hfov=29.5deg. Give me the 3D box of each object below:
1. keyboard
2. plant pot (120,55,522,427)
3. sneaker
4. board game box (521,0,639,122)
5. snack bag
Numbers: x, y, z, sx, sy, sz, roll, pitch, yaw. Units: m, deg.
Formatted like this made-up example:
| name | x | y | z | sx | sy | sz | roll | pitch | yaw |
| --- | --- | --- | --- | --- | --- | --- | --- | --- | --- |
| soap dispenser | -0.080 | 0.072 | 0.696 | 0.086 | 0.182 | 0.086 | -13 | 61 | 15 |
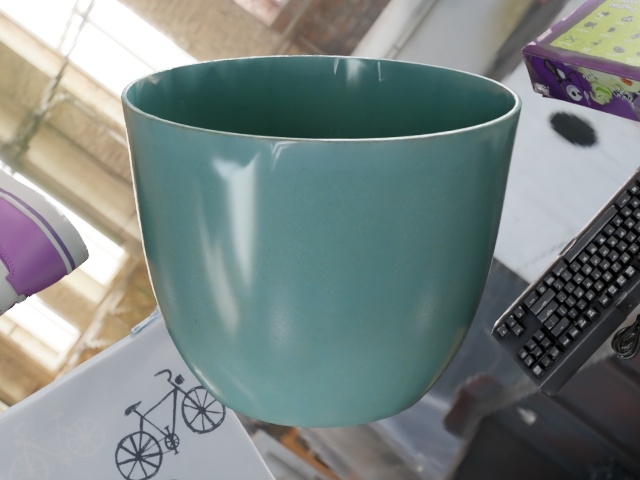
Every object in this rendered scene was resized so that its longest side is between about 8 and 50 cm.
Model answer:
| name | x | y | z | sx | sy | sz | roll | pitch | yaw |
| --- | --- | --- | --- | --- | --- | --- | --- | --- | --- |
| keyboard | 0.214 | 0.034 | 0.905 | 0.180 | 0.023 | 0.108 | -50 | 50 | 12 |
| plant pot | 0.000 | 0.000 | 0.931 | 0.293 | 0.293 | 0.235 | -65 | -23 | -69 |
| sneaker | -0.345 | 0.006 | 1.135 | 0.161 | 0.102 | 0.282 | -40 | 29 | -19 |
| board game box | 0.334 | -0.139 | 0.854 | 0.208 | 0.056 | 0.347 | -40 | 36 | -17 |
| snack bag | -0.222 | 0.294 | 1.473 | 0.323 | 0.343 | 0.037 | -33 | 5 | -36 |
